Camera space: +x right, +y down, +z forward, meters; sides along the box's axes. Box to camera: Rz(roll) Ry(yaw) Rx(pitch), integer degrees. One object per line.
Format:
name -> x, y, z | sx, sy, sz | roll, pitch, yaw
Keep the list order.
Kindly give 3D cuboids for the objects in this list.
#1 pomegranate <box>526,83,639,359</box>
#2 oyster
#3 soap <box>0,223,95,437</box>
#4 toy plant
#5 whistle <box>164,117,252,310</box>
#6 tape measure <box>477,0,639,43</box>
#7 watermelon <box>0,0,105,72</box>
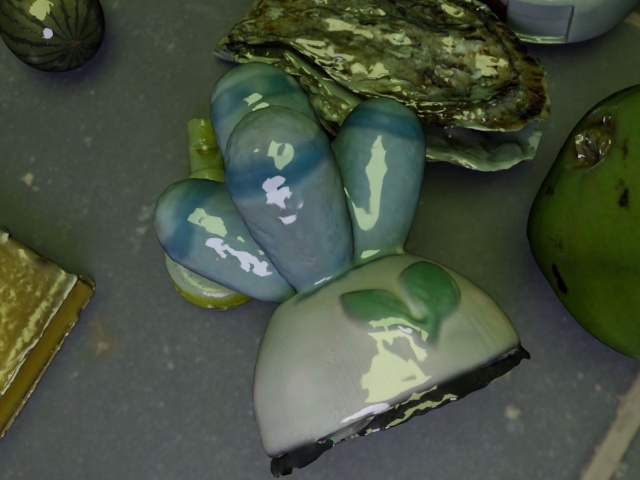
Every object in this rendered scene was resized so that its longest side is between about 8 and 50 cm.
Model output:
pomegranate -> 0.310, -0.006, 0.674 | 0.270, 0.254, 0.254 | 44, 81, -17
oyster -> 0.050, -0.170, 0.785 | 0.351, 0.158, 0.162 | 15, 34, 14
soap -> -0.332, 0.102, 0.757 | 0.135, 0.076, 0.233 | 29, 78, 8
toy plant -> 0.000, 0.000, 0.677 | 0.247, 0.247, 0.332 | -24, 80, -3
whistle -> -0.106, -0.027, 0.794 | 0.104, 0.057, 0.198 | -7, 68, -10
tape measure -> 0.229, -0.317, 0.811 | 0.243, 0.125, 0.246 | -35, 74, 1
watermelon -> -0.282, -0.235, 0.829 | 0.105, 0.105, 0.133 | -32, 61, -5
